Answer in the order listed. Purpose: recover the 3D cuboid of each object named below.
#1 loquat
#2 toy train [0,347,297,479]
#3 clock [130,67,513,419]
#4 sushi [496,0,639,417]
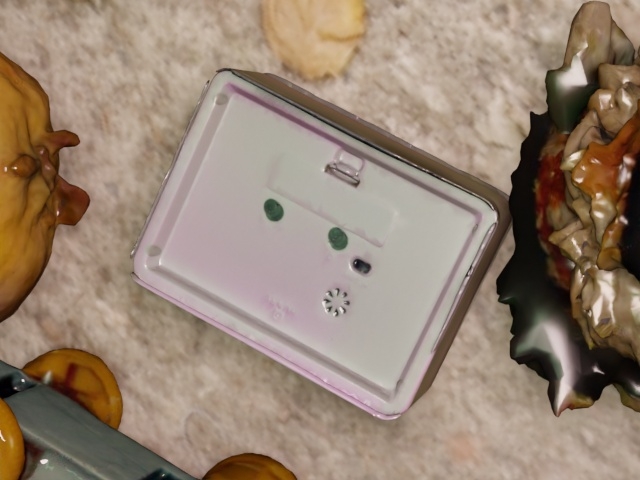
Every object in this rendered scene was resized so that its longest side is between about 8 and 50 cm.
[{"bbox_3d":[-0.269,-0.034,0.948,0.238,0.193,0.238,-3,81,19],"label":"loquat"},{"bbox_3d":[-0.170,0.204,0.957,0.369,0.163,0.232,29,106,15],"label":"toy train"},{"bbox_3d":[0.000,0.000,0.930,0.192,0.071,0.147,28,103,14],"label":"clock"},{"bbox_3d":[0.210,-0.003,0.809,0.225,0.218,0.239,30,75,-21],"label":"sushi"}]
